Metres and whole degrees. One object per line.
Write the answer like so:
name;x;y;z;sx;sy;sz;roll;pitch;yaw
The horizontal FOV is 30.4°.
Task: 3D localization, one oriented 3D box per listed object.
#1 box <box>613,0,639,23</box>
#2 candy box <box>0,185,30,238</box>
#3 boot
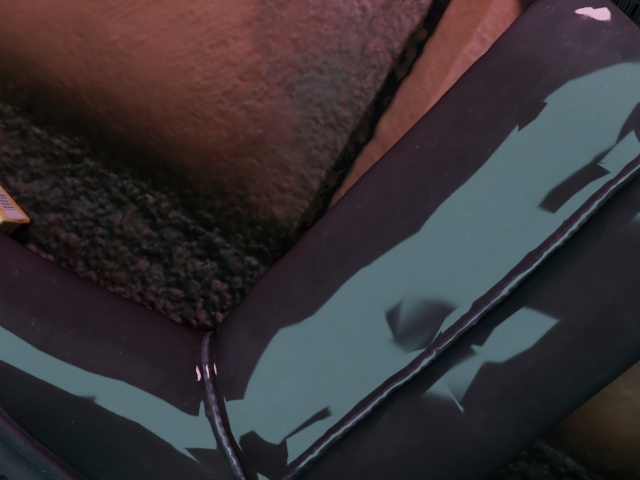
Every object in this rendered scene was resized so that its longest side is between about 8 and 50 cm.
box;0.262;-0.240;0.707;0.214;0.117;0.243;24;93;8
candy box;-0.303;-0.047;0.813;0.109;0.053;0.186;-41;85;5
boot;0.001;0.001;0.710;0.445;0.146;0.367;-40;100;10
